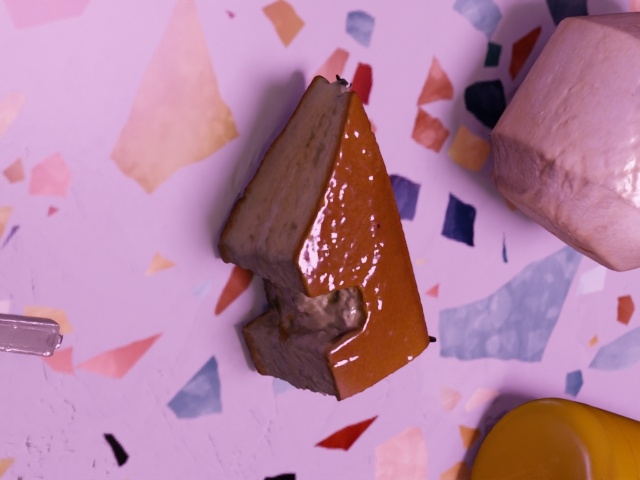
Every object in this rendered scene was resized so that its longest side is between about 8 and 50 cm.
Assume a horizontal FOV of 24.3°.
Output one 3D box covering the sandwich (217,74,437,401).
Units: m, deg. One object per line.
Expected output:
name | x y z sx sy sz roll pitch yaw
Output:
sandwich | 0.000 0.000 1.170 0.128 0.122 0.235 -27 116 -26

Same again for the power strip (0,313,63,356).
power strip | -0.233 0.069 1.107 0.083 0.017 0.027 11 99 -34

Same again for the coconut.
coconut | 0.259 -0.095 1.248 0.202 0.202 0.222 35 88 -35

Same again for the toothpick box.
toothpick box | 0.286 0.253 1.396 0.271 0.175 0.175 17 96 -38
